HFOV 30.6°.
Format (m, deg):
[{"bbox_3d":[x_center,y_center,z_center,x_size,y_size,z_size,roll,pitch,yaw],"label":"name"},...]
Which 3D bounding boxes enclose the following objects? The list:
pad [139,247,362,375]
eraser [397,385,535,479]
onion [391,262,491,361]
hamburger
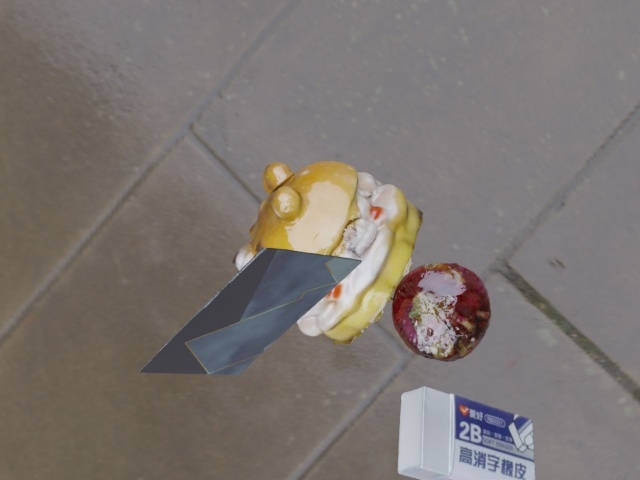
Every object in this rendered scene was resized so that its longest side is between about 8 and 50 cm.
[{"bbox_3d":[-0.080,0.087,1.335,0.243,0.164,0.004,-44,58,29],"label":"pad"},{"bbox_3d":[0.210,0.295,1.675,0.068,0.210,0.124,-27,49,49],"label":"eraser"},{"bbox_3d":[0.128,0.076,1.243,0.107,0.097,0.107,0,86,6],"label":"onion"},{"bbox_3d":[0.000,0.000,1.799,0.237,0.276,0.276,32,97,-17],"label":"hamburger"}]
